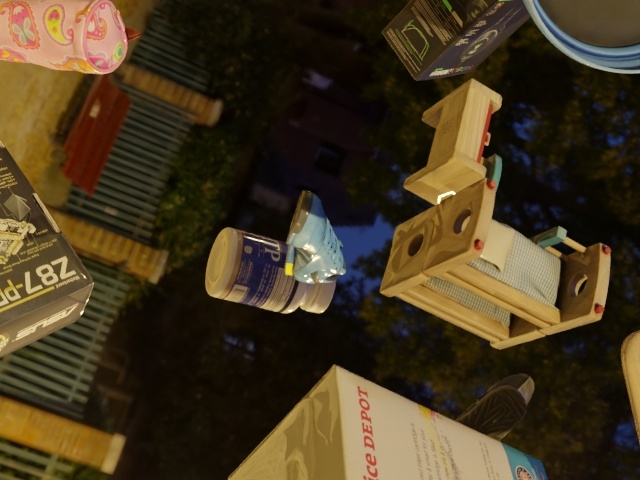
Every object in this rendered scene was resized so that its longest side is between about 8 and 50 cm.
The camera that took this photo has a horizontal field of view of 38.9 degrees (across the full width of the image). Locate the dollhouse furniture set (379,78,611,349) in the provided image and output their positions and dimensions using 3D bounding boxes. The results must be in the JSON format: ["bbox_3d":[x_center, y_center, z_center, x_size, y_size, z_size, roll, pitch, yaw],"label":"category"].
[{"bbox_3d":[0.154,-0.029,0.751,0.129,0.129,0.184,-31,-142,57],"label":"dollhouse furniture set"}]

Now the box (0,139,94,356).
[{"bbox_3d":[-0.475,0.012,0.888,0.395,0.318,0.097,-28,163,-37],"label":"box"}]

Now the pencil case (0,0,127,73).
[{"bbox_3d":[-0.447,-0.332,1.426,0.124,0.284,0.124,10,90,-67],"label":"pencil case"}]

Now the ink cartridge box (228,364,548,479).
[{"bbox_3d":[0.072,0.290,0.858,0.197,0.270,0.198,-49,-155,28],"label":"ink cartridge box"}]

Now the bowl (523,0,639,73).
[{"bbox_3d":[0.475,-0.454,1.372,0.391,0.391,0.077,-64,-162,14],"label":"bowl"}]

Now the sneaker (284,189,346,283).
[{"bbox_3d":[0.000,0.000,1.150,0.209,0.082,0.069,97,10,-66],"label":"sneaker"}]

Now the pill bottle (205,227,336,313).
[{"bbox_3d":[-0.076,0.054,1.426,0.112,0.186,0.112,-48,-146,49],"label":"pill bottle"}]

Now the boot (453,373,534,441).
[{"bbox_3d":[0.214,0.252,1.246,0.189,0.076,0.208,-35,174,7],"label":"boot"}]

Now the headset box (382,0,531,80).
[{"bbox_3d":[0.309,-0.466,1.807,0.246,0.131,0.283,-20,163,-50],"label":"headset box"}]

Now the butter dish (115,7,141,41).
[{"bbox_3d":[-0.452,-0.423,1.729,0.160,0.160,0.118,30,-39,42],"label":"butter dish"}]

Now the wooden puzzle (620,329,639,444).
[{"bbox_3d":[0.450,0.205,0.783,0.080,0.347,0.322,99,-21,-86],"label":"wooden puzzle"}]
